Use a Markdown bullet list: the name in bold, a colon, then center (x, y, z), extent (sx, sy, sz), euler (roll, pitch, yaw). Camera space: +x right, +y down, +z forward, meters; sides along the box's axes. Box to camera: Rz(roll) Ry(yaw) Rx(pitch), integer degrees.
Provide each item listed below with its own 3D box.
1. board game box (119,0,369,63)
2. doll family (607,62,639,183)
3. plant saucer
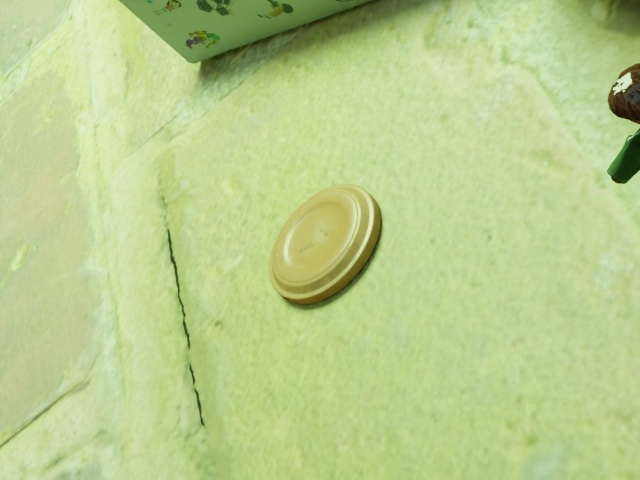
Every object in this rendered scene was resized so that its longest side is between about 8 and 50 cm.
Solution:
- **board game box**: center (0.008, -0.277, 0.899), extent (0.303, 0.097, 0.224), euler (-11, 52, 40)
- **doll family**: center (0.205, -0.092, 0.516), extent (0.193, 0.111, 0.076), euler (-53, 36, -3)
- **plant saucer**: center (0.000, 0.000, 0.735), extent (0.083, 0.013, 0.083), euler (-28, 42, 28)
